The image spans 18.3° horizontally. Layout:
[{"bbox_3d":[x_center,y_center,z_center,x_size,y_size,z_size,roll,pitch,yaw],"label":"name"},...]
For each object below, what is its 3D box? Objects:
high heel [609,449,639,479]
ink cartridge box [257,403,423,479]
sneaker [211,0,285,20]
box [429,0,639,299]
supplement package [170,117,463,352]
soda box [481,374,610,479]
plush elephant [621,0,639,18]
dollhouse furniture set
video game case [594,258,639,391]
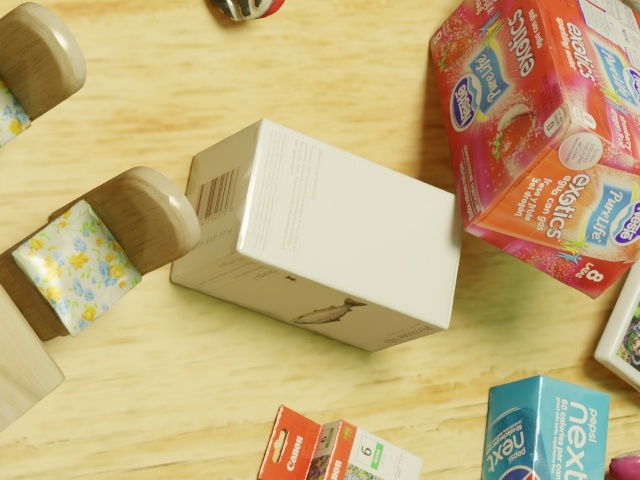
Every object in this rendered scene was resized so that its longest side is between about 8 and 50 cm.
[{"bbox_3d":[0.328,0.233,1.607,0.244,0.082,0.117,15,70,-38],"label":"high heel"},{"bbox_3d":[0.016,0.167,1.447,0.115,0.029,0.063,29,64,-24],"label":"ink cartridge box"},{"bbox_3d":[-0.036,-0.299,1.498,0.118,0.107,0.279,6,76,-41],"label":"sneaker"},{"bbox_3d":[0.178,-0.095,1.500,0.128,0.122,0.257,28,32,-24],"label":"box"},{"bbox_3d":[0.000,0.000,1.436,0.179,0.105,0.105,20,67,-26],"label":"supplement package"},{"bbox_3d":[0.165,0.214,1.508,0.071,0.067,0.210,18,67,-28],"label":"soda box"},{"bbox_3d":[0.440,-0.261,1.704,0.272,0.330,0.255,38,36,-25],"label":"plush elephant"},{"bbox_3d":[-0.292,-0.049,1.169,0.362,0.256,0.394,-40,100,-33],"label":"dollhouse furniture set"},{"bbox_3d":[0.318,0.053,1.641,0.173,0.022,0.190,36,72,-32],"label":"video game case"}]
